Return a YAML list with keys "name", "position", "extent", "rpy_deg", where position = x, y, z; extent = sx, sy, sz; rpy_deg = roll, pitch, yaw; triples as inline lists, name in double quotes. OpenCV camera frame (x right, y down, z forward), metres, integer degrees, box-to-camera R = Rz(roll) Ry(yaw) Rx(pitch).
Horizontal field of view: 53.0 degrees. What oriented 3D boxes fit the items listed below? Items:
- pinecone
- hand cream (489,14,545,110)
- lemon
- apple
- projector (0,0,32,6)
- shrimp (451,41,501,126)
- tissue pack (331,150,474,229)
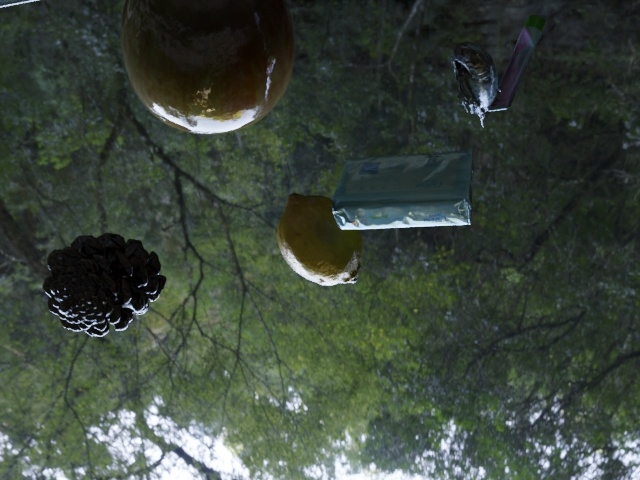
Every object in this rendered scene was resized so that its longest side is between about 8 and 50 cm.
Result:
- name: "pinecone"
  position: [-0.489, 0.092, 1.484]
  extent: [0.244, 0.244, 0.309]
  rpy_deg: [9, -169, 18]
- name: "hand cream"
  position: [0.530, -0.473, 1.723]
  extent: [0.050, 0.079, 0.275]
  rpy_deg: [24, -94, 2]
- name: "lemon"
  position: [0.000, 0.000, 1.501]
  extent: [0.188, 0.188, 0.257]
  rpy_deg: [-37, -87, -25]
- name: "apple"
  position: [-0.160, -0.294, 0.934]
  extent: [0.256, 0.234, 0.257]
  rpy_deg: [6, -122, -9]
- name: "projector"
  position: [-0.755, -0.629, 1.477]
  extent: [0.256, 0.099, 0.192]
  rpy_deg: [-23, -124, -26]
- name: "shrimp"
  position: [0.287, -0.273, 1.177]
  extent: [0.079, 0.233, 0.090]
  rpy_deg: [30, -104, 31]
- name: "tissue pack"
  position: [0.168, -0.098, 1.268]
  extent: [0.263, 0.089, 0.177]
  rpy_deg: [-1, -140, 17]
